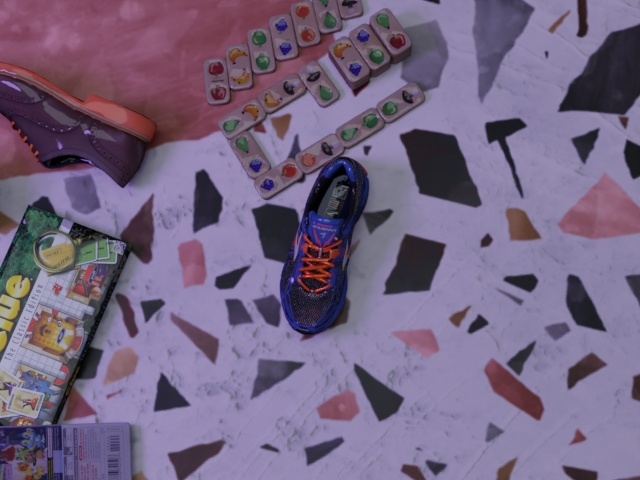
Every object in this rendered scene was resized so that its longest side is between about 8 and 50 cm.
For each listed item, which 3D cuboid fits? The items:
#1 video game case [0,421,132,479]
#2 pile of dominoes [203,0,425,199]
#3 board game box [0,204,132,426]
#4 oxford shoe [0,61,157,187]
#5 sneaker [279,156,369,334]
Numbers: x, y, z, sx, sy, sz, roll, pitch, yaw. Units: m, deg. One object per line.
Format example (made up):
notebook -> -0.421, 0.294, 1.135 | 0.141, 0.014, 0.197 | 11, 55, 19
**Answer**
video game case -> -0.303, 0.309, 1.642 | 0.183, 0.023, 0.201 | 0, 78, -17
pile of dominoes -> -0.014, -0.195, 1.752 | 0.251, 0.040, 0.196 | -33, 78, -4
board game box -> -0.335, 0.100, 1.715 | 0.136, 0.030, 0.259 | 20, 80, 10
oxford shoe -> -0.337, -0.144, 1.735 | 0.271, 0.097, 0.098 | 20, 86, 7
sneaker -> 0.000, 0.000, 1.685 | 0.083, 0.087, 0.221 | 10, 79, 6
